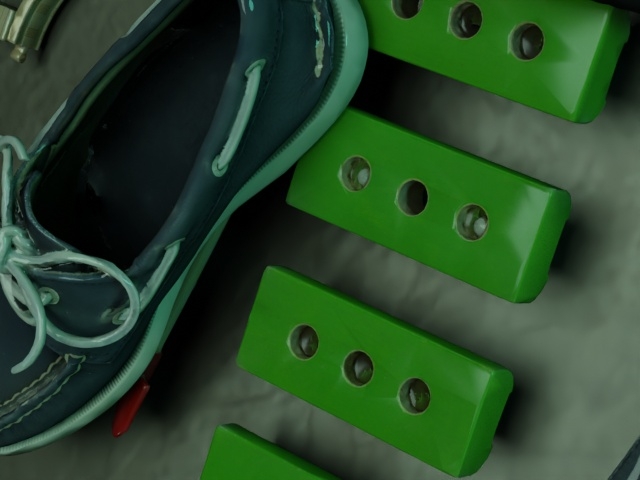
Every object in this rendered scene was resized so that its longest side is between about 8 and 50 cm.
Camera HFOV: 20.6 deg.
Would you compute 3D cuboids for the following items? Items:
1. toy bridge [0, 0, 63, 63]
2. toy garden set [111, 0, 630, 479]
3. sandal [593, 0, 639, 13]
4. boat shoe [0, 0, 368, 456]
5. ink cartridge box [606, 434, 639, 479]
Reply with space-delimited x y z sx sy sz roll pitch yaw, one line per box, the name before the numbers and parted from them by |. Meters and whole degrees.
toy bridge | -0.102 -0.167 0.775 0.063 0.026 0.188 24 97 27
toy garden set | 0.000 0.000 0.694 0.204 0.049 0.244 24 102 32
sandal | 0.011 -0.204 0.650 0.445 0.107 0.167 26 81 13
boat shoe | -0.084 -0.008 0.672 0.254 0.079 0.095 -43 68 26
ink cartridge box | 0.102 0.229 0.612 0.165 0.065 0.333 37 104 25
